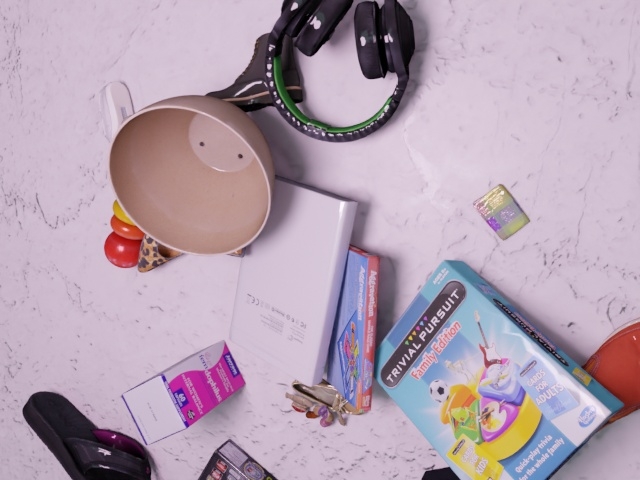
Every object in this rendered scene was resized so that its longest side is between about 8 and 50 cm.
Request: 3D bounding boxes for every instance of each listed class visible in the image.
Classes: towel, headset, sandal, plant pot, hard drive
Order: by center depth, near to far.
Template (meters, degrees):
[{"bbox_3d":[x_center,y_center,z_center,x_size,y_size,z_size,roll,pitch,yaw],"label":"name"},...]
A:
[{"bbox_3d":[0.054,-0.365,0.986,0.243,0.185,0.394,20,117,2],"label":"headset"},{"bbox_3d":[0.305,-0.049,0.993,0.060,0.009,0.083,-41,83,23],"label":"towel"},{"bbox_3d":[-0.203,-0.142,1.046,0.284,0.191,0.284,6,126,8],"label":"plant pot"},{"bbox_3d":[-0.062,0.067,1.119,0.233,0.047,0.353,21,108,36],"label":"hard drive"},{"bbox_3d":[-0.507,0.487,1.355,0.445,0.167,0.107,37,93,13],"label":"sandal"}]

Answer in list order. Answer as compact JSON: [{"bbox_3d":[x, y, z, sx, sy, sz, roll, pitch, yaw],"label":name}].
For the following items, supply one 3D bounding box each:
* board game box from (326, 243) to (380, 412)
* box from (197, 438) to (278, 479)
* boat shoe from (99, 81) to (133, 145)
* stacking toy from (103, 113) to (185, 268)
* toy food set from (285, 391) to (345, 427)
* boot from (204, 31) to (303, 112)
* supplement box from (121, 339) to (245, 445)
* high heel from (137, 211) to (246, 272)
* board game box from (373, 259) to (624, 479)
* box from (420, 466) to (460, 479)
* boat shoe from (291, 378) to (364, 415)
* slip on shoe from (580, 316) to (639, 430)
[{"bbox_3d":[0.057,0.152,1.075,0.027,0.145,0.281,-2,102,-22],"label":"board game box"},{"bbox_3d":[-0.158,0.601,1.273,0.270,0.060,0.216,36,110,14],"label":"box"},{"bbox_3d":[-0.435,-0.241,1.249,0.063,0.066,0.184,-8,98,38],"label":"boat shoe"},{"bbox_3d":[-0.379,-0.085,1.217,0.141,0.141,0.330,31,113,16],"label":"stacking toy"},{"bbox_3d":[-0.013,0.346,1.173,0.122,0.019,0.078,12,142,25],"label":"toy food set"},{"bbox_3d":[-0.133,-0.318,1.107,0.198,0.077,0.137,-4,93,10],"label":"boot"},{"bbox_3d":[-0.268,0.299,1.182,0.114,0.220,0.111,-29,88,23],"label":"supplement box"},{"bbox_3d":[-0.264,0.026,1.178,0.261,0.093,0.186,-43,60,16],"label":"high heel"},{"bbox_3d":[0.260,0.234,0.961,0.336,0.079,0.254,46,114,32],"label":"board game box"},{"bbox_3d":[0.249,0.561,1.026,0.103,0.184,0.261,-22,89,24],"label":"box"},{"bbox_3d":[0.017,0.307,1.155,0.153,0.048,0.056,23,107,18],"label":"boat shoe"},{"bbox_3d":[0.455,0.234,0.928,0.331,0.101,0.123,-42,80,23],"label":"slip on shoe"}]
